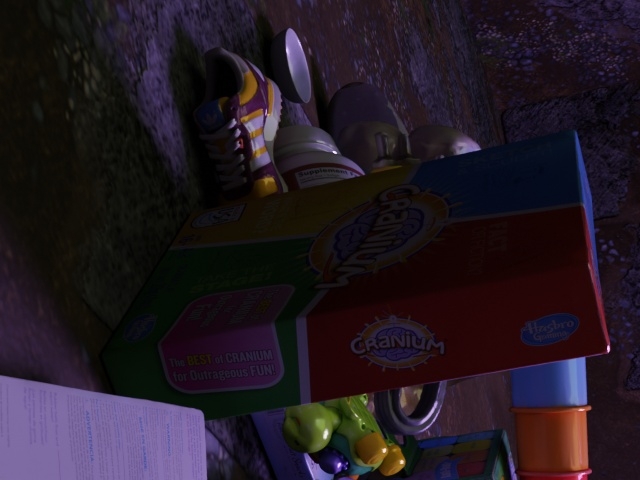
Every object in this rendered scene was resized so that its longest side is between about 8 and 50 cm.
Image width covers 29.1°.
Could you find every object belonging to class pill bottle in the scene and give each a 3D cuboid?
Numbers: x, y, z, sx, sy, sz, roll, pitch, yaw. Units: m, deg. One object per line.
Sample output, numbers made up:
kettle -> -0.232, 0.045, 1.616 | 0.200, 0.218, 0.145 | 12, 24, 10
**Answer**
pill bottle -> 0.000, 0.000, 1.098 | 0.121, 0.121, 0.216 | 61, 6, -48

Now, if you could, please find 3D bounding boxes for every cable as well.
cable -> 0.102, 0.041, 1.173 | 0.140, 0.072, 0.287 | 9, 83, -36

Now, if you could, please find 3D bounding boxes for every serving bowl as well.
serving bowl -> -0.036, -0.187, 1.341 | 0.083, 0.027, 0.083 | -11, 90, -75

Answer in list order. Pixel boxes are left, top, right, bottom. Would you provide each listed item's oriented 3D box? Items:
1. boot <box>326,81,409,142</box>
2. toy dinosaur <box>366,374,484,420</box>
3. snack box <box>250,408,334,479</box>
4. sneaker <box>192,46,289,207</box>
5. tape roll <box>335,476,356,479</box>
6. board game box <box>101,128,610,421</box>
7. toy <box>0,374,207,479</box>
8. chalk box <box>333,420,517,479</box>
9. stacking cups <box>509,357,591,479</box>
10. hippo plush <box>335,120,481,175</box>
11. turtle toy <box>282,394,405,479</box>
boot -> 0.069, -0.050, 1.560 | 0.305, 0.112, 0.115 | 71, -14, -11
toy dinosaur -> 0.067, 0.145, 1.188 | 0.092, 0.183, 0.053 | 46, -46, 31
snack box -> -0.023, 0.159, 1.098 | 0.100, 0.037, 0.141 | -72, 147, -60
sneaker -> -0.076, -0.076, 1.054 | 0.084, 0.070, 0.185 | 35, 41, -50
tape roll -> 0.062, 0.324, 0.970 | 0.274, 0.090, 0.275 | 52, 5, -6
board game box -> 0.034, 0.022, 0.870 | 0.242, 0.317, 0.064 | -71, 146, -64
toy -> -0.136, 0.149, 0.650 | 0.237, 0.056, 0.136 | 31, 53, -64
chalk box -> 0.112, 0.295, 1.222 | 0.180, 0.179, 0.288 | -30, 108, -76
stacking cups -> 0.229, 0.132, 1.208 | 0.096, 0.096, 0.316 | 20, 65, -73
hippo plush -> 0.063, 0.031, 1.316 | 0.294, 0.234, 0.236 | -49, -163, 55
turtle toy -> 0.012, 0.157, 1.029 | 0.095, 0.066, 0.130 | 60, 8, 28
